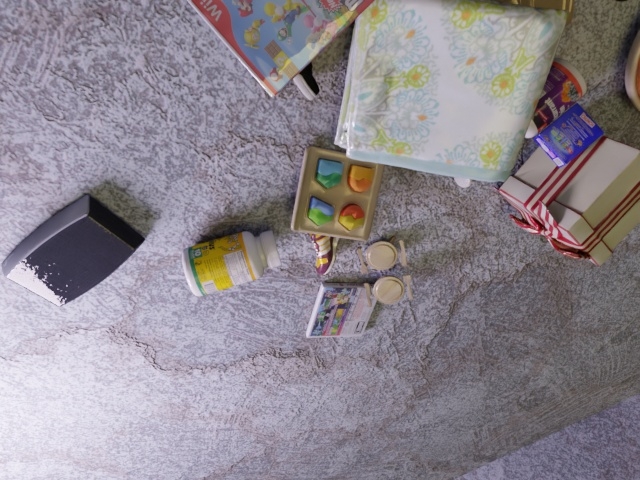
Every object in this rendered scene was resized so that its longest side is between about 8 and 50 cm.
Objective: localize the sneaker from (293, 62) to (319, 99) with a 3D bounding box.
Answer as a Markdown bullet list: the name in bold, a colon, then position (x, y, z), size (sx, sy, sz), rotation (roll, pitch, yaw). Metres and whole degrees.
- **sneaker**: position (-0.029, -0.370, 0.780), size (0.121, 0.079, 0.217), rotation (-32, 127, 9)

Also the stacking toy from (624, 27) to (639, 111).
- **stacking toy**: position (0.919, -0.344, 0.852), size (0.350, 0.480, 0.351), rotation (-9, 128, -11)

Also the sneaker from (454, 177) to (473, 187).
- **sneaker**: position (0.362, -0.209, 1.053), size (0.064, 0.061, 0.158), rotation (-30, 135, -31)

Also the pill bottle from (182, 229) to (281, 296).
- **pill bottle**: position (-0.200, 0.046, 1.005), size (0.208, 0.118, 0.118), rotation (-16, 128, -6)

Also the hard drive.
- **hard drive**: position (-0.528, 0.034, 0.931), size (0.254, 0.054, 0.172), rotation (-35, 128, 9)

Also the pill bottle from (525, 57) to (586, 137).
- **pill bottle**: position (0.478, -0.301, 0.978), size (0.193, 0.108, 0.108), rotation (-41, 127, 14)

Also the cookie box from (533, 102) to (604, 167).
- **cookie box**: position (0.553, -0.233, 0.970), size (0.107, 0.040, 0.092), rotation (-40, 86, 5)

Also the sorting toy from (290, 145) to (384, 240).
- **sorting toy**: position (0.045, -0.101, 0.989), size (0.208, 0.038, 0.193), rotation (7, 101, -24)

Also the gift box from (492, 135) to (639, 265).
- **gift box**: position (0.614, -0.117, 1.076), size (0.276, 0.255, 0.258), rotation (29, 105, -31)

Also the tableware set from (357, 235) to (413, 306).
- **tableware set**: position (0.177, 0.083, 1.191), size (0.128, 0.039, 0.194), rotation (-11, 113, 7)

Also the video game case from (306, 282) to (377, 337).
- **video game case**: position (0.066, 0.206, 1.271), size (0.183, 0.023, 0.202), rotation (3, 125, -20)

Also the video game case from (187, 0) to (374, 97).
- **video game case**: position (-0.044, -0.410, 0.706), size (0.285, 0.025, 0.204), rotation (-41, 112, 8)

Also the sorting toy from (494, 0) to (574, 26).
- **sorting toy**: position (0.348, -0.495, 0.844), size (0.306, 0.041, 0.229), rotation (-16, 128, -1)

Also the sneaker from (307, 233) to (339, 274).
- **sneaker**: position (0.000, 0.000, 1.072), size (0.083, 0.070, 0.186), rotation (5, 114, -22)

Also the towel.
- **towel**: position (0.229, -0.291, 0.840), size (0.374, 0.090, 0.321), rotation (10, 124, 3)
